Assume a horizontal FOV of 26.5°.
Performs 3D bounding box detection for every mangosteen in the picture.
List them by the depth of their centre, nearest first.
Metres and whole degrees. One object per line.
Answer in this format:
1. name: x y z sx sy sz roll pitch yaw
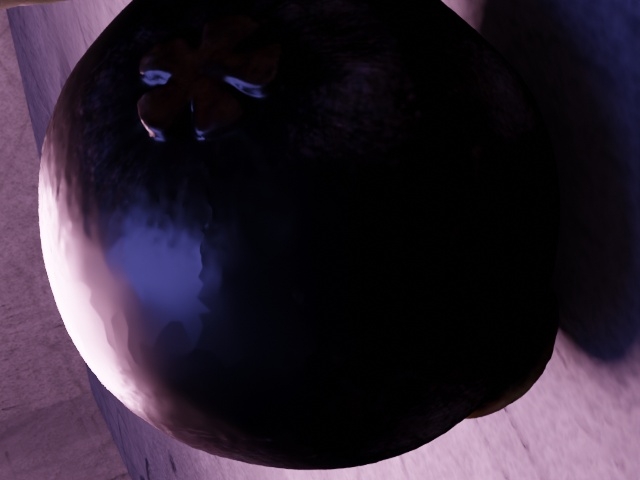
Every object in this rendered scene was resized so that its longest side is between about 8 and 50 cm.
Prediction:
1. mangosteen: 0.000 0.000 0.712 0.275 0.275 0.302 61 -174 36

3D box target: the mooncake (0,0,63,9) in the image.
1. mooncake: -0.158 -0.300 0.707 0.194 0.356 0.356 60 159 25
